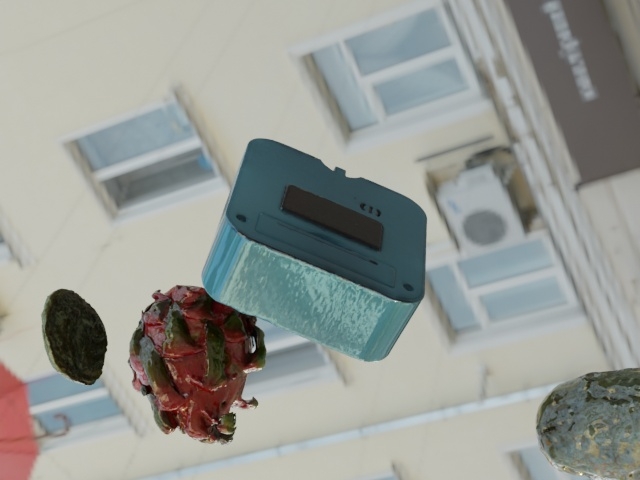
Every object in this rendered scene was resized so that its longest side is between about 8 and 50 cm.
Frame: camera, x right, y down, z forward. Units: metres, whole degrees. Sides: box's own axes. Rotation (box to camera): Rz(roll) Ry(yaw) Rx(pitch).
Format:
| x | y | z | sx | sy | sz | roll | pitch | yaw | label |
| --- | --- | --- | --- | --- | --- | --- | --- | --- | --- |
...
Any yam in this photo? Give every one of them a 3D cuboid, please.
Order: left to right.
| x | y | z | sx | sy | sz | roll | pitch | yaw | label |
| --- | --- | --- | --- | --- | --- | --- | --- | --- | --- |
| 0.351 | 0.172 | 1.145 | 0.133 | 0.330 | 0.133 | 7 | -98 | -63 | yam |

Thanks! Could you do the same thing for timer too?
| x | y | z | sx | sy | sz | roll | pitch | yaw | label |
| --- | --- | --- | --- | --- | --- | --- | --- | --- | --- |
| 0.000 | 0.000 | 1.452 | 0.232 | 0.091 | 0.250 | 23 | -148 | -5 | timer |

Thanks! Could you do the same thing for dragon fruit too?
| x | y | z | sx | sy | sz | roll | pitch | yaw | label |
| --- | --- | --- | --- | --- | --- | --- | --- | --- | --- |
| -0.142 | 0.146 | 1.497 | 0.166 | 0.160 | 0.172 | 31 | -117 | -50 | dragon fruit |

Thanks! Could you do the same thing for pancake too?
| x | y | z | sx | sy | sz | roll | pitch | yaw | label |
| --- | --- | --- | --- | --- | --- | --- | --- | --- | --- |
| -0.261 | 0.103 | 1.374 | 0.108 | 0.017 | 0.108 | 38 | -139 | -43 | pancake |
